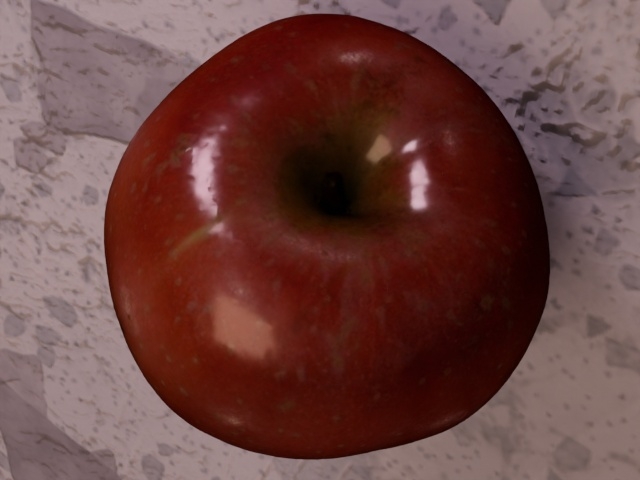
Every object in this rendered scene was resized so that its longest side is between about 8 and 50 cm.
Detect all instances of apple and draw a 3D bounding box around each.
[{"bbox_3d":[0.000,0.000,0.881,0.260,0.260,0.216,43,159,5],"label":"apple"}]
